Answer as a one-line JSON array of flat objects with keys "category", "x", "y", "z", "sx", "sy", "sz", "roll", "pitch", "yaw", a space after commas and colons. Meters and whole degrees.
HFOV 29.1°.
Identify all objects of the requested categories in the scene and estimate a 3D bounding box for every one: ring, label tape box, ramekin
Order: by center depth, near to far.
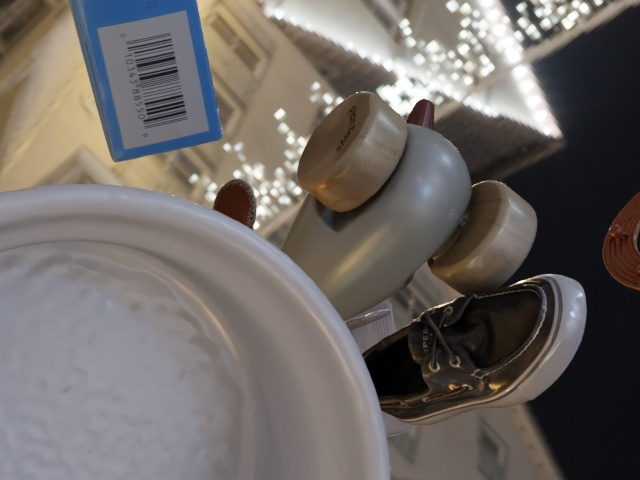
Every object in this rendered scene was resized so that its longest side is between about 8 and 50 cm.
[{"category": "ramekin", "x": -0.119, "y": 0.109, "z": 0.568, "sx": 0.277, "sy": 0.277, "sz": 0.135, "roll": -46, "pitch": -163, "yaw": -9}, {"category": "label tape box", "x": -0.193, "y": -0.256, "z": 1.202, "sx": 0.115, "sy": 0.249, "sz": 0.348, "roll": -13, "pitch": -154, "yaw": -7}, {"category": "ring", "x": 0.612, "y": -0.043, "z": 2.010, "sx": 0.336, "sy": 0.032, "sz": 0.336, "roll": -30, "pitch": -154, "yaw": 17}]

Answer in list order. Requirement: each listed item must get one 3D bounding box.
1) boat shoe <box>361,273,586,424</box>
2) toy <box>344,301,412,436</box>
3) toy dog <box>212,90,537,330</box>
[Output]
[{"category": "boat shoe", "x": 0.090, "y": 0.076, "z": 0.862, "sx": 0.228, "sy": 0.076, "sz": 0.080, "roll": -32, "pitch": -131, "yaw": 57}, {"category": "toy", "x": -0.021, "y": 0.163, "z": 1.252, "sx": 0.237, "sy": 0.056, "sz": 0.137, "roll": -17, "pitch": -117, "yaw": 16}, {"category": "toy dog", "x": 0.000, "y": 0.000, "z": 0.941, "sx": 0.333, "sy": 0.220, "sz": 0.161, "roll": -20, "pitch": -149, "yaw": 22}]
